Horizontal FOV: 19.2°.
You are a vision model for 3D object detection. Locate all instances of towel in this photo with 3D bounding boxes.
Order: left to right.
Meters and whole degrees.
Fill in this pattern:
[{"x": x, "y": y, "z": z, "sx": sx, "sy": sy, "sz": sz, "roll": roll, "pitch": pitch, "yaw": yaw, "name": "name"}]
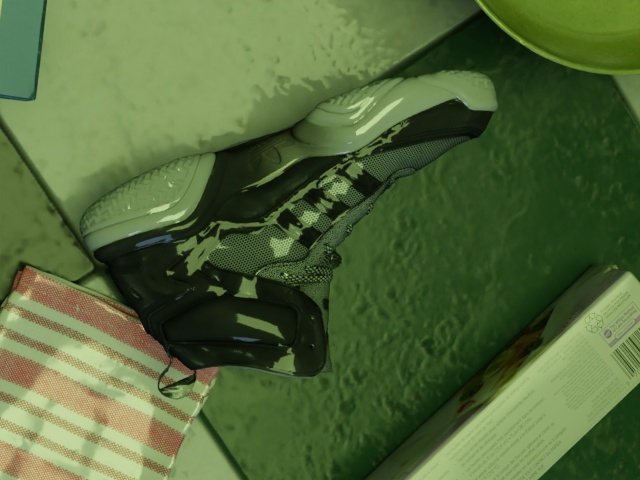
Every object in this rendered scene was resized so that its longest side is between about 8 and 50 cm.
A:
[{"x": -0.160, "y": 0.130, "z": 1.171, "sx": 0.144, "sy": 0.029, "sz": 0.197, "roll": 25, "pitch": 88, "yaw": -15, "name": "towel"}]

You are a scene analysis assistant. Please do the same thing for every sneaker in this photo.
[{"x": 0.000, "y": 0.000, "z": 1.157, "sx": 0.268, "sy": 0.101, "sz": 0.153, "roll": -21, "pitch": 89, "yaw": -6, "name": "sneaker"}]

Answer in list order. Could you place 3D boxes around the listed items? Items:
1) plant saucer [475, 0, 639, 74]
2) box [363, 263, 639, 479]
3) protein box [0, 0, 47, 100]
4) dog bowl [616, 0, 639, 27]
[{"x": 0.173, "y": -0.218, "z": 1.118, "sx": 0.241, "sy": 0.037, "sz": 0.241, "roll": -1, "pitch": 94, "yaw": -14, "name": "plant saucer"}, {"x": 0.094, "y": 0.144, "z": 1.221, "sx": 0.324, "sy": 0.063, "sz": 0.067, "roll": -43, "pitch": 102, "yaw": -8, "name": "box"}, {"x": -0.253, "y": -0.190, "z": 1.064, "sx": 0.200, "sy": 0.136, "sz": 0.201, "roll": 6, "pitch": 93, "yaw": -15, "name": "protein box"}, {"x": 0.267, "y": -0.235, "z": 1.215, "sx": 0.265, "sy": 0.104, "sz": 0.265, "roll": -1, "pitch": 95, "yaw": -14, "name": "dog bowl"}]
